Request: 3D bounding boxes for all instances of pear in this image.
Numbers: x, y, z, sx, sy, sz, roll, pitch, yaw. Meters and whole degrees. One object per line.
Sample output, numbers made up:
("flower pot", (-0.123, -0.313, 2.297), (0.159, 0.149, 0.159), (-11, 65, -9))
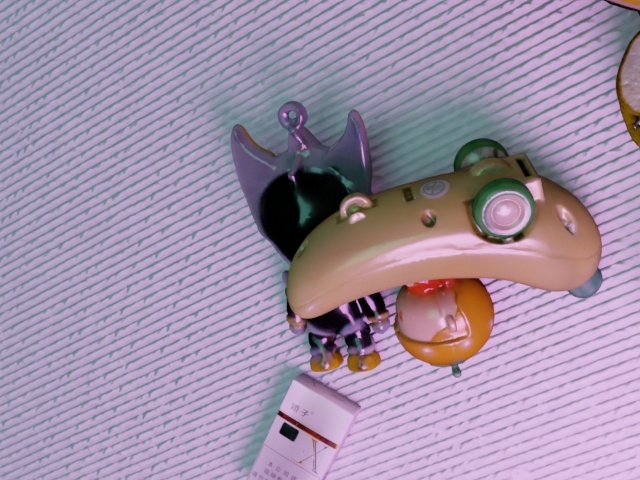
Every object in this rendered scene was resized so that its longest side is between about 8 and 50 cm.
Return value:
("pear", (0.352, -0.139, 0.972), (0.141, 0.104, 0.141), (-4, 75, 14))

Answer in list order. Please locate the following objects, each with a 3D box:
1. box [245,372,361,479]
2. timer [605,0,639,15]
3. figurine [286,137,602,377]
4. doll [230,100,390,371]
("box", (-0.021, 0.244, 1.205), (0.084, 0.040, 0.154), (30, 109, 15))
("timer", (0.272, -0.341, 0.847), (0.387, 0.376, 0.376), (-17, 92, 23))
("figurine", (0.126, 0.030, 1.045), (0.324, 0.124, 0.222), (-15, 120, 3))
("doll", (0.005, -0.001, 1.124), (0.145, 0.103, 0.316), (5, 112, 48))
